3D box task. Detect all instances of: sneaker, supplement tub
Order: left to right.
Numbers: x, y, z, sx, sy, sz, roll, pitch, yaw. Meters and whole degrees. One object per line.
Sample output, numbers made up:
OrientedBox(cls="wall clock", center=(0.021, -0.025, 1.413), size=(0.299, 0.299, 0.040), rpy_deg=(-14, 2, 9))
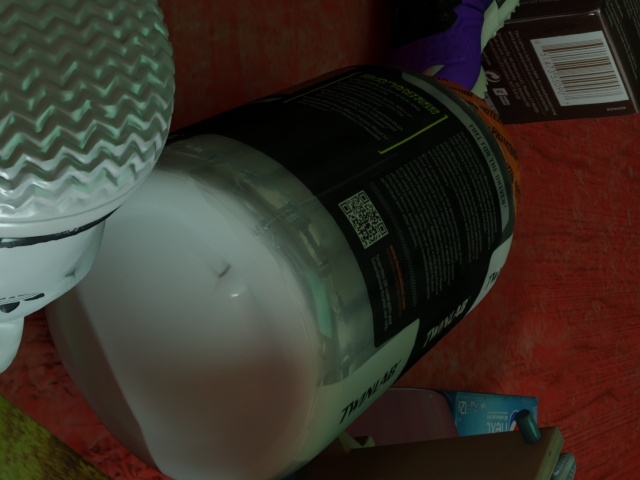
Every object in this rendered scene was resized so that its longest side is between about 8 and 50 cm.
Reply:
OrientedBox(cls="sneaker", center=(-0.174, -0.121, 0.468), size=(0.137, 0.210, 0.366), rpy_deg=(-8, 62, -27))
OrientedBox(cls="supplement tub", center=(0.000, 0.000, 0.713), size=(0.338, 0.207, 0.207), rpy_deg=(-31, 115, -53))
OrientedBox(cls="sneaker", center=(0.099, -0.223, 0.992), size=(0.146, 0.102, 0.293), rpy_deg=(61, 37, -31))

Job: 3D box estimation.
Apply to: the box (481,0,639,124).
OrientedBox(cls="box", center=(0.266, -0.260, 1.183), size=(0.168, 0.167, 0.203), rpy_deg=(50, 48, -44))

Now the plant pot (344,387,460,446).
OrientedBox(cls="plant pot", center=(0.045, 0.215, 0.810), size=(0.201, 0.201, 0.180), rpy_deg=(29, 50, -54))

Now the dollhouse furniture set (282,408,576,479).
OrientedBox(cls="dollhouse furniture set", center=(0.083, 0.235, 0.551), size=(0.198, 0.286, 0.303), rpy_deg=(62, 36, -18))

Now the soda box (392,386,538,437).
OrientedBox(cls="soda box", center=(0.149, 0.185, 1.070), size=(0.210, 0.071, 0.067), rpy_deg=(17, 76, -57))

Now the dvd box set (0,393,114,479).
OrientedBox(cls="dvd box set", center=(-0.195, 0.180, 0.422), size=(0.420, 0.062, 0.308), rpy_deg=(51, 30, -37))
